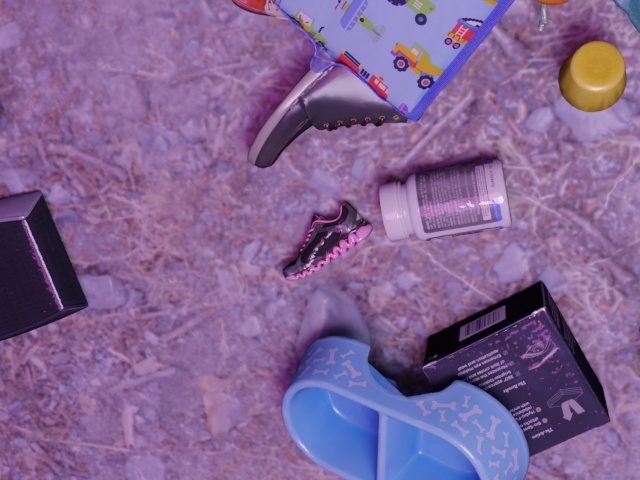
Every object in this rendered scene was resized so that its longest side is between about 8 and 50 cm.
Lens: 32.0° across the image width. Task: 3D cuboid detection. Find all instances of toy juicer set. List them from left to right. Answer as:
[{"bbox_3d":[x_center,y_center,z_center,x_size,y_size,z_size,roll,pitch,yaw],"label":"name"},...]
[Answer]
[{"bbox_3d":[0.360,-0.290,1.132,0.329,0.089,0.209,-28,82,6],"label":"toy juicer set"}]

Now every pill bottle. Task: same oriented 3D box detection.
[{"bbox_3d":[0.138,-0.042,1.235,0.137,0.078,0.078,-9,106,10],"label":"pill bottle"}]

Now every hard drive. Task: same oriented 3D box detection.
[{"bbox_3d":[-0.429,0.051,1.358,0.254,0.054,0.172,-16,105,13],"label":"hard drive"}]

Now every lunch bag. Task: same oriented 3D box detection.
[{"bbox_3d":[0.081,-0.272,1.089,0.221,0.138,0.293,40,116,1],"label":"lunch bag"}]

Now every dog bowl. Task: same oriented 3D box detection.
[{"bbox_3d":[0.084,0.219,1.266,0.297,0.074,0.166,20,130,26],"label":"dog bowl"}]

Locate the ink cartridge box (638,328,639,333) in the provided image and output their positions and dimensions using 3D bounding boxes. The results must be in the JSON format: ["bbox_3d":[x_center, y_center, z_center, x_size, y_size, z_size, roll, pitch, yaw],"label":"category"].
[{"bbox_3d":[0.439,0.111,1.191,0.127,0.176,0.128,29,110,-5],"label":"ink cartridge box"}]

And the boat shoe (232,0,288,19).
[{"bbox_3d":[-0.034,-0.261,1.208,0.137,0.043,0.049,10,111,6],"label":"boat shoe"}]

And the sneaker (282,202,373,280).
[{"bbox_3d":[0.000,0.000,1.290,0.119,0.047,0.057,-35,94,9],"label":"sneaker"}]

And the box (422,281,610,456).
[{"bbox_3d":[0.223,0.158,1.279,0.156,0.093,0.158,-28,101,16],"label":"box"}]

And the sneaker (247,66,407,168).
[{"bbox_3d":[0.023,-0.138,1.218,0.118,0.083,0.222,41,107,-7],"label":"sneaker"}]
